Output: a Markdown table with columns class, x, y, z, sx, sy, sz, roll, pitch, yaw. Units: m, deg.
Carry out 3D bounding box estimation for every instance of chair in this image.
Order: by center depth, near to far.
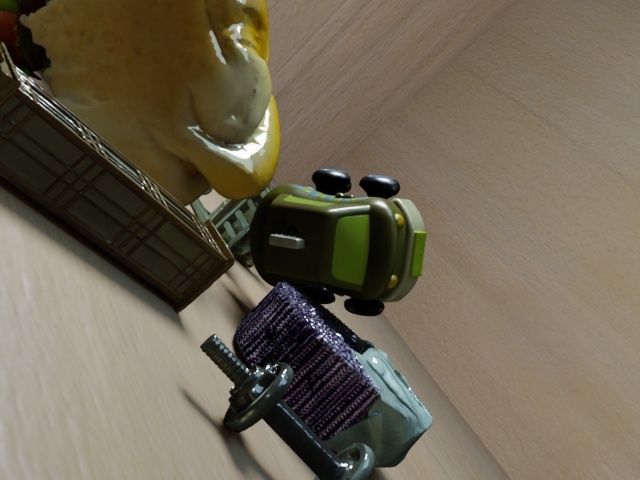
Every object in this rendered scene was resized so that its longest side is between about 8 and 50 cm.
| class | x | y | z | sx | sy | sz | roll | pitch | yaw |
| --- | --- | --- | --- | --- | --- | --- | --- | --- | --- |
| chair | -0.114 | -0.031 | 1.407 | 0.147 | 0.136 | 0.270 | 44 | 4 | -34 |

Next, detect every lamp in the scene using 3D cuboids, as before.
| class | x | y | z | sx | sy | sz | roll | pitch | yaw |
| --- | --- | --- | --- | --- | --- | --- | --- | --- | --- |
| lamp | -0.220 | -0.052 | 0.806 | 0.325 | 0.089 | 0.090 | 45 | 5 | -45 |

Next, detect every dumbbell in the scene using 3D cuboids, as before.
| class | x | y | z | sx | sy | sz | roll | pitch | yaw |
| --- | --- | --- | --- | --- | --- | --- | --- | --- | --- |
| dumbbell | -0.019 | 0.183 | 0.761 | 0.254 | 0.081 | 0.081 | 48 | 4 | -9 |

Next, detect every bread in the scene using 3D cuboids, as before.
| class | x | y | z | sx | sy | sz | roll | pitch | yaw |
| --- | --- | --- | --- | --- | --- | --- | --- | --- | --- |
| bread | -0.196 | -0.254 | 1.064 | 0.329 | 0.245 | 0.424 | 1 | 84 | -54 |

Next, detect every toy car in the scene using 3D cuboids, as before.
| class | x | y | z | sx | sy | sz | roll | pitch | yaw |
| --- | --- | --- | --- | --- | --- | --- | --- | --- | --- |
| toy car | 0.000 | 0.000 | 1.145 | 0.247 | 0.204 | 0.198 | 10 | 5 | 35 |

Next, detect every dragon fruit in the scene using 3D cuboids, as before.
| class | x | y | z | sx | sy | sz | roll | pitch | yaw |
| --- | --- | --- | --- | --- | --- | --- | --- | --- | --- |
| dragon fruit | -0.404 | -0.293 | 1.059 | 0.175 | 0.142 | 0.138 | 27 | -37 | 11 |

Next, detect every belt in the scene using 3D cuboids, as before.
| class | x | y | z | sx | sy | sz | roll | pitch | yaw |
| --- | --- | --- | --- | --- | --- | --- | --- | --- | --- |
| belt | 0.020 | 0.170 | 1.045 | 0.260 | 0.122 | 0.325 | 44 | 1 | 21 |

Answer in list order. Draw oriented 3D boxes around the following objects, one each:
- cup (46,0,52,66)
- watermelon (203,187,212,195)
| class | x | y | z | sx | sy | sz | roll | pitch | yaw |
| --- | --- | --- | --- | --- | --- | --- | --- | --- | --- |
| cup | -0.347 | -0.308 | 1.377 | 0.347 | 0.163 | 0.347 | 48 | 3 | -3 |
| watermelon | -0.251 | -0.136 | 1.508 | 0.139 | 0.071 | 0.187 | 54 | -6 | -14 |
